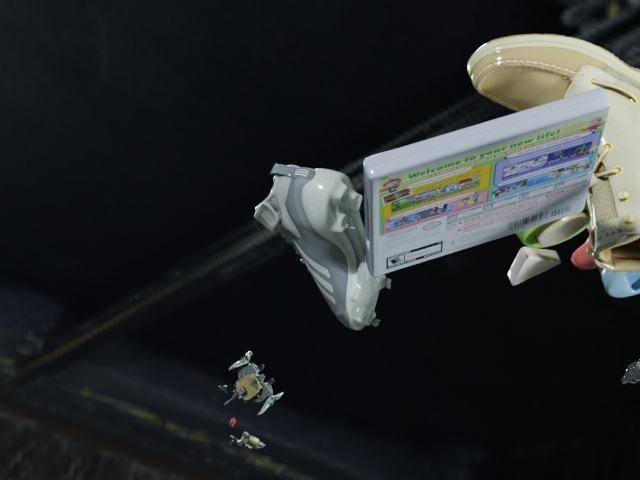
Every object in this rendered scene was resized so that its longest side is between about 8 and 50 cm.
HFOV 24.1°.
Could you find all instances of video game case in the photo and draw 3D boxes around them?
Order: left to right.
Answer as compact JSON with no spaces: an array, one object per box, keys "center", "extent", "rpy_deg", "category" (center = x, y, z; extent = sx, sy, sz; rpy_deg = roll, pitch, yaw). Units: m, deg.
[{"center":[0.141,-0.047,1.314],"extent":[0.212,0.023,0.193],"rpy_deg":[-17,-26,-6],"category":"video game case"}]

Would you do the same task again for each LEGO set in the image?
[{"center":[-0.058,0.132,1.252],"extent":[0.054,0.083,0.023],"rpy_deg":[23,15,16],"category":"LEGO set"}]

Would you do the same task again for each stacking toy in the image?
[{"center":[0.439,0.013,2.279],"extent":[0.279,0.130,0.309],"rpy_deg":[-18,-28,-9],"category":"stacking toy"}]

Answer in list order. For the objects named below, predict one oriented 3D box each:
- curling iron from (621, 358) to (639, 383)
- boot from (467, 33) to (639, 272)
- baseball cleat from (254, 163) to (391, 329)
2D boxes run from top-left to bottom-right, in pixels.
[{"center":[0.379,0.053,1.348],"extent":[0.274,0.068,0.035],"rpy_deg":[-43,-98,20],"category":"curling iron"},{"center":[0.264,-0.081,1.470],"extent":[0.262,0.203,0.095],"rpy_deg":[17,-32,-20],"category":"boot"},{"center":[0.000,0.000,1.406],"extent":[0.109,0.072,0.206],"rpy_deg":[17,-38,26],"category":"baseball cleat"}]
